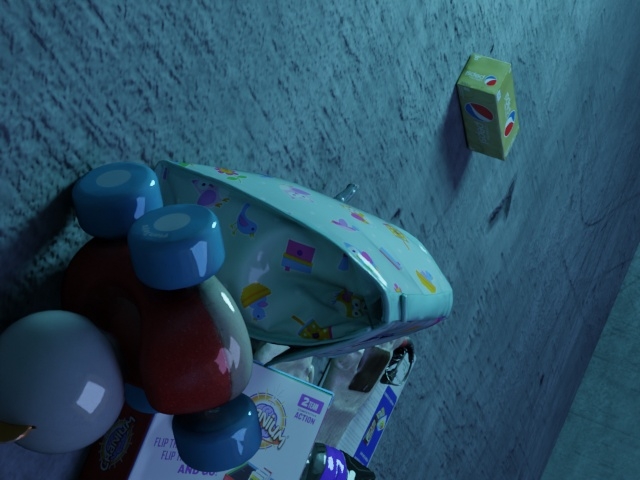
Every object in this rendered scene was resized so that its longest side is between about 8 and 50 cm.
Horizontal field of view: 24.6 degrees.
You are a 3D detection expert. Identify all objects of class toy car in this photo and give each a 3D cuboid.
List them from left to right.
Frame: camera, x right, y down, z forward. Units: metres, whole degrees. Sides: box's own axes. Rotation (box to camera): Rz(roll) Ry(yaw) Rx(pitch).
[{"bbox_3d":[-0.196,0.091,1.178,0.238,0.210,0.219,-23,122,-24],"label":"toy car"}]

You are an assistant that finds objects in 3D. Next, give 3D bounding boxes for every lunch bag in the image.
[{"bbox_3d":[-0.018,0.033,1.382,0.223,0.262,0.160,6,103,-70],"label":"lunch bag"}]

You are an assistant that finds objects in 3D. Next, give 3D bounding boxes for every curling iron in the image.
[{"bbox_3d":[0.039,0.141,1.845,0.274,0.035,0.068,16,84,-54],"label":"curling iron"}]

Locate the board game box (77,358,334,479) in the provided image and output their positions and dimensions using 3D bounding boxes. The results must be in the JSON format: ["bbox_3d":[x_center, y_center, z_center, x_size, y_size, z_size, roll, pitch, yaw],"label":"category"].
[{"bbox_3d":[-0.134,0.260,1.462,0.242,0.064,0.316,30,80,-47],"label":"board game box"}]

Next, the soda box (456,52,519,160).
[{"bbox_3d":[0.243,-0.190,2.113,0.058,0.061,0.181,-62,158,-21],"label":"soda box"}]

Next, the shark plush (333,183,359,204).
[{"bbox_3d":[0.000,0.000,1.670,0.161,0.067,0.073,-48,150,-44],"label":"shark plush"}]

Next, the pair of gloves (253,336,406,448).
[{"bbox_3d":[-0.001,0.157,1.749,0.240,0.042,0.204,32,87,-52],"label":"pair of gloves"}]

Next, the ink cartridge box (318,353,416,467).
[{"bbox_3d":[0.018,0.286,1.982,0.371,0.069,0.176,-66,158,-15],"label":"ink cartridge box"}]

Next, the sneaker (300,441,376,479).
[{"bbox_3d":[0.002,0.357,1.606,0.102,0.146,0.293,122,-16,-55],"label":"sneaker"}]
